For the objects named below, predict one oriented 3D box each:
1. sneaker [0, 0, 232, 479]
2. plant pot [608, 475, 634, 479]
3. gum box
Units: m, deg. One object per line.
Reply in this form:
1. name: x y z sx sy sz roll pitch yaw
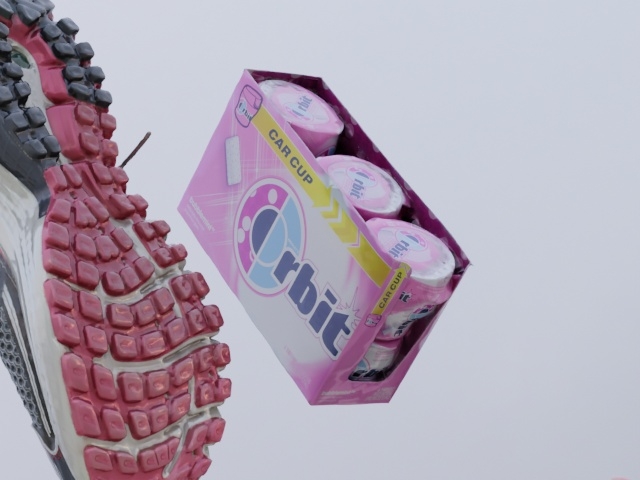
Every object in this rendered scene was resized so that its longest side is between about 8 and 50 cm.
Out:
1. sneaker: -0.141 0.012 0.949 0.112 0.299 0.121 -38 -28 31
2. plant pot: 0.274 0.346 1.365 0.243 0.275 0.275 -59 -31 -7
3. gum box: 0.000 0.000 1.067 0.062 0.188 0.107 2 -51 -39
